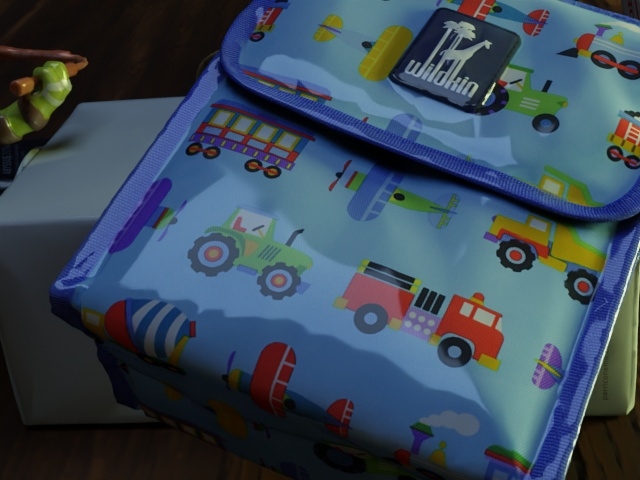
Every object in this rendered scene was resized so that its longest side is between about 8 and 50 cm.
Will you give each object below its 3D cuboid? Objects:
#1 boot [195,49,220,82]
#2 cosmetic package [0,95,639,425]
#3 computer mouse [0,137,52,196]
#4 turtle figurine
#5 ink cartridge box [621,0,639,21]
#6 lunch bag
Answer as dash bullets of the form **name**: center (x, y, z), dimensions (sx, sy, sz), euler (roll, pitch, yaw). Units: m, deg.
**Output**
- **boot**: center (0.018, -0.189, 1.126), dimensions (0.283, 0.109, 0.220), euler (-4, 27, 1)
- **cosmetic package**: center (0.000, 0.000, 0.703), dimensions (0.385, 0.156, 0.217), euler (-3, 26, 10)
- **computer mouse**: center (-0.250, -0.042, 0.913), dimensions (0.272, 0.072, 0.188), euler (-1, 25, -11)
- **turtle figurine**: center (-0.272, -0.035, 0.671), dimensions (0.270, 0.087, 0.217), euler (-18, 25, 0)
- **ink cartridge box**: center (0.358, -0.198, 0.916), dimensions (0.119, 0.207, 0.353), euler (-16, 14, -5)
- **lunch bag**: center (0.049, -0.027, 0.525), dimensions (0.221, 0.138, 0.293), euler (20, 64, 15)
